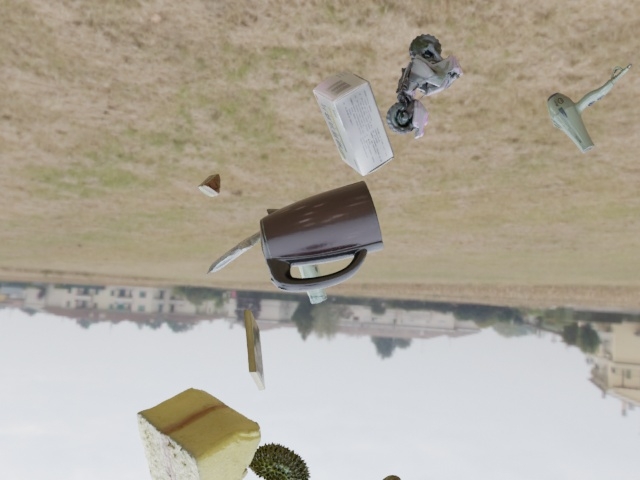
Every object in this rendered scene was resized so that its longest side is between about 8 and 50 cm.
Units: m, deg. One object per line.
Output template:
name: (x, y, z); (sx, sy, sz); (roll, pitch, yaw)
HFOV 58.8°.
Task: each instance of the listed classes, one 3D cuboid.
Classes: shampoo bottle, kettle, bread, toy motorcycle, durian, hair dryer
shampoo bottle: (-0.031, 0.074, 1.608); (0.049, 0.212, 0.072); (-8, -162, 31)
kettle: (0.000, 0.000, 1.131); (0.233, 0.201, 0.144); (-16, 157, 0)
bread: (-0.267, 0.493, 1.280); (0.264, 0.235, 0.199); (15, -159, 43)
bread: (-0.352, -0.171, 1.831); (0.043, 0.062, 0.109); (-15, -161, 21)
toy motorcycle: (0.332, -0.474, 1.775); (0.188, 0.326, 0.143); (19, 177, -7)
durian: (-0.116, 0.727, 1.820); (0.221, 0.137, 0.095); (35, 150, -8)
hair dryer: (0.652, -0.303, 1.342); (0.199, 0.167, 0.068); (-21, 164, 35)

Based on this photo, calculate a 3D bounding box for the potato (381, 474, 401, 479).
potato: (0.198, 0.855, 1.888); (0.054, 0.197, 0.119); (30, -148, -4)

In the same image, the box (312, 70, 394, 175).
box: (0.122, -0.407, 1.993); (0.145, 0.332, 0.173); (-32, -142, -6)

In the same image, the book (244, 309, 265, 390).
book: (-0.221, 0.367, 1.905); (0.027, 0.230, 0.161); (-11, 143, 1)

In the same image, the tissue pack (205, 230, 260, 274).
tissue pack: (-0.197, 0.020, 1.400); (0.123, 0.026, 0.193); (-33, -175, 26)
